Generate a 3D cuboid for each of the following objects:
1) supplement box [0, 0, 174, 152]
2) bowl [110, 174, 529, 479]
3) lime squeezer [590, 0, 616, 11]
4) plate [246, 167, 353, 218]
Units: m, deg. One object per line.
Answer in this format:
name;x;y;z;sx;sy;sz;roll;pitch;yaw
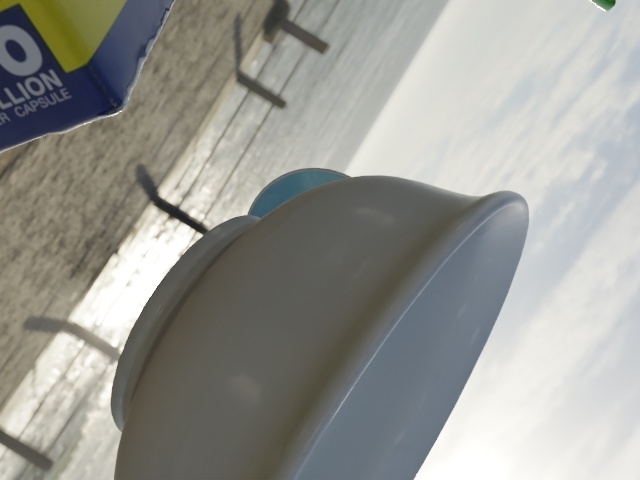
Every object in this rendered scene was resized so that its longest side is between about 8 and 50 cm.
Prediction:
supplement box;-0.234;-0.213;0.426;0.194;0.357;0.195;-18;-147;18
bowl;-0.017;0.077;0.534;0.298;0.134;0.298;-50;159;-27
lime squeezer;0.175;-0.276;0.967;0.110;0.310;0.059;-172;-96;-74
plate;0.000;0.000;1.195;0.188;0.188;0.024;-58;-178;22
